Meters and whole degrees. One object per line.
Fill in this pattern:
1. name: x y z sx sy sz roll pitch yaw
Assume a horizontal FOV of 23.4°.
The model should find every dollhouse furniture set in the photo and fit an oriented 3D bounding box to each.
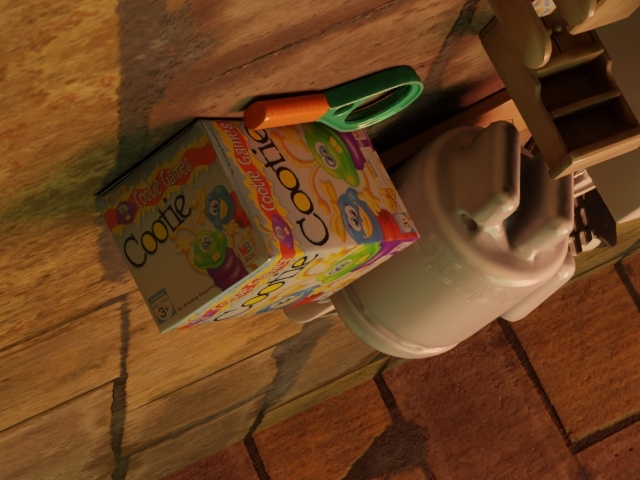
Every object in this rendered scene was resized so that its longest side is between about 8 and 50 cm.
1. dollhouse furniture set: 0.268 -0.187 1.394 0.212 0.161 0.242 -20 166 -28

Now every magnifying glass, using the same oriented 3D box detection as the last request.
1. magnifying glass: 0.014 -0.125 1.442 0.092 0.026 0.231 -36 164 37

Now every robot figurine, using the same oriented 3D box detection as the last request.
1. robot figurine: 0.136 0.007 1.735 0.300 0.199 0.353 25 142 -20

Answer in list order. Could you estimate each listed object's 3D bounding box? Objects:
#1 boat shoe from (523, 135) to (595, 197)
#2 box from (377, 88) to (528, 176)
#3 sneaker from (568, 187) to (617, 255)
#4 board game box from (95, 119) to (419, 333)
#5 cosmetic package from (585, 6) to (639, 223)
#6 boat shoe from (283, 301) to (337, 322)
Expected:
1. boat shoe: 0.373 -0.166 1.882 0.335 0.112 0.095 -31 151 -5
2. box: 0.165 -0.119 1.801 0.201 0.021 0.164 -27 168 3
3. sneaker: 0.368 -0.029 2.445 0.146 0.122 0.330 -13 177 30
4. board game box: -0.052 -0.019 1.461 0.144 0.142 0.275 -34 166 29
5. cosmetic package: 0.414 -0.202 1.529 0.156 0.217 0.385 -13 163 -46
6. boat shoe: 0.049 0.052 2.158 0.219 0.077 0.070 -24 170 25
